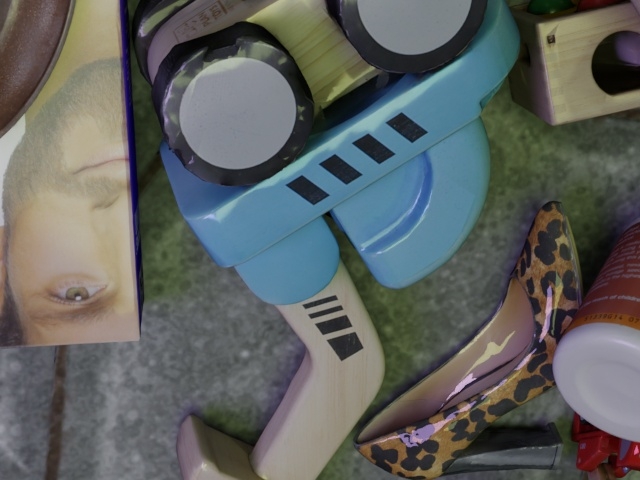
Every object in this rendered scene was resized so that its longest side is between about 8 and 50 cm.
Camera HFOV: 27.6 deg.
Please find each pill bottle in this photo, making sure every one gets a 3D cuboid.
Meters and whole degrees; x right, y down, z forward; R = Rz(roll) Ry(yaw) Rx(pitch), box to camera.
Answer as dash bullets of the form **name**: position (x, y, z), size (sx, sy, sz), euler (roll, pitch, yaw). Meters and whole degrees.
- **pill bottle**: position (0.284, 0.051, 1.068), size (0.121, 0.121, 0.216), euler (50, 52, -16)

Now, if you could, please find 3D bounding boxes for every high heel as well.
- **high heel**: position (0.126, 0.091, 1.125), size (0.186, 0.093, 0.261), euler (-1, 111, -8)

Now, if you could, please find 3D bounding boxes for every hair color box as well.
- **hair color box**: position (-0.240, -0.088, 1.031), size (0.185, 0.110, 0.338), euler (-3, 107, -6)

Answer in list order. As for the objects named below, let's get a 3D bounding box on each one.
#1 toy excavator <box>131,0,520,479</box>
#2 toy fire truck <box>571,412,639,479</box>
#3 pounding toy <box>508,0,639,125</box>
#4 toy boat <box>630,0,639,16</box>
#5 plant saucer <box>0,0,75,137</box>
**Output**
- **toy excavator**: position (0.000, 0.000, 1.041), size (0.433, 0.222, 0.445), euler (-33, 117, 1)
- **toy fire truck**: position (0.252, 0.212, 1.149), size (0.047, 0.192, 0.135), euler (13, 75, -10)
- **pounding toy**: position (0.264, -0.161, 1.025), size (0.206, 0.181, 0.094), euler (-13, 106, -3)
- **toy boat**: position (0.356, -0.231, 0.946), size (0.318, 0.148, 0.267), euler (-39, 87, -32)
- **plant saucer**: position (-0.304, -0.185, 0.854), size (0.311, 0.050, 0.310), euler (-13, 111, -38)
